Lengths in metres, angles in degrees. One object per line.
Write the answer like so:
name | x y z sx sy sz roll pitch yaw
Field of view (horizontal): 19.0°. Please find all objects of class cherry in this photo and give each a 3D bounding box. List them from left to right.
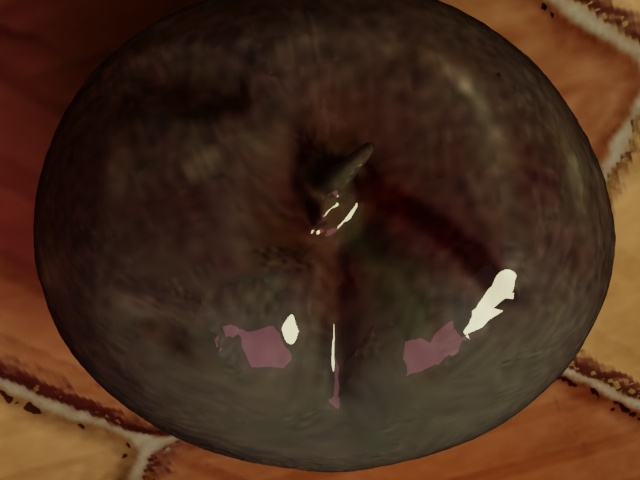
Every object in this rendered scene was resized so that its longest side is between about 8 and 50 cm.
cherry | 0.004 0.000 0.574 0.176 0.140 0.176 -4 163 -1
